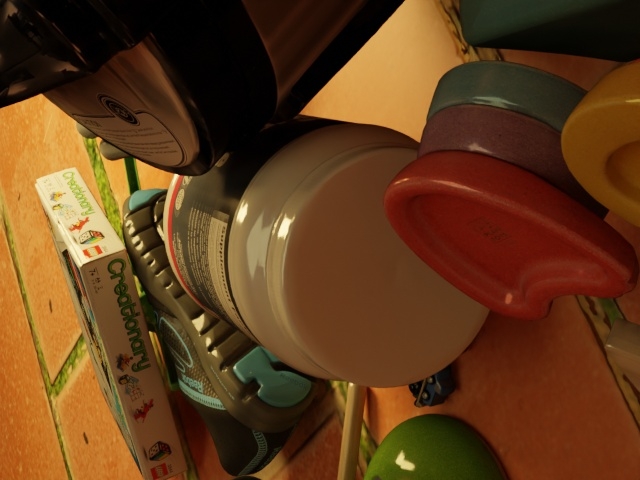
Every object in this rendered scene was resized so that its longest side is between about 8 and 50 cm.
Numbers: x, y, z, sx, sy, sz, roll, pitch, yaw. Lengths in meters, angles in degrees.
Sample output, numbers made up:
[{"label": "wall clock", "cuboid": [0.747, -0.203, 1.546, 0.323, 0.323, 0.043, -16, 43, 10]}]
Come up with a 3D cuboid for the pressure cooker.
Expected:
[{"label": "pressure cooker", "cuboid": [-0.133, -0.252, 0.921, 0.375, 0.420, 0.370, 34, 162, 17]}]

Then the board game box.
[{"label": "board game box", "cuboid": [-0.227, 0.095, 1.398, 0.193, 0.053, 0.305, -131, 25, -51]}]

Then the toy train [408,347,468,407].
[{"label": "toy train", "cuboid": [0.106, 0.071, 1.022, 0.036, 0.027, 0.158, 37, 123, 36]}]

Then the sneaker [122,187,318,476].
[{"label": "sneaker", "cuboid": [-0.125, 0.082, 1.293, 0.341, 0.125, 0.140, 59, 141, 39]}]

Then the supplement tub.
[{"label": "supplement tub", "cuboid": [0.000, 0.000, 0.995, 0.272, 0.191, 0.191, -159, 70, -66]}]

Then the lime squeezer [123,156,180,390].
[{"label": "lime squeezer", "cuboid": [-0.195, 0.034, 1.430, 0.110, 0.058, 0.310, 60, -165, -68]}]

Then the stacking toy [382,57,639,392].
[{"label": "stacking toy", "cuboid": [0.209, -0.025, 0.719, 0.309, 0.279, 0.130, -13, 45, 60]}]

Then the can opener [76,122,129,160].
[{"label": "can opener", "cuboid": [-0.136, -0.147, 1.311, 0.280, 0.074, 0.093, -16, 39, 39]}]

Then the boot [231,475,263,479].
[{"label": "boot", "cuboid": [-0.083, 0.357, 1.146, 0.207, 0.094, 0.246, -36, 73, 42]}]

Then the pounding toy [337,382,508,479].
[{"label": "pounding toy", "cuboid": [0.047, 0.230, 1.046, 0.237, 0.110, 0.183, 19, 108, 55]}]

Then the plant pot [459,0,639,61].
[{"label": "plant pot", "cuboid": [0.215, -0.208, 0.719, 0.234, 0.165, 0.166, -7, 86, 49]}]
